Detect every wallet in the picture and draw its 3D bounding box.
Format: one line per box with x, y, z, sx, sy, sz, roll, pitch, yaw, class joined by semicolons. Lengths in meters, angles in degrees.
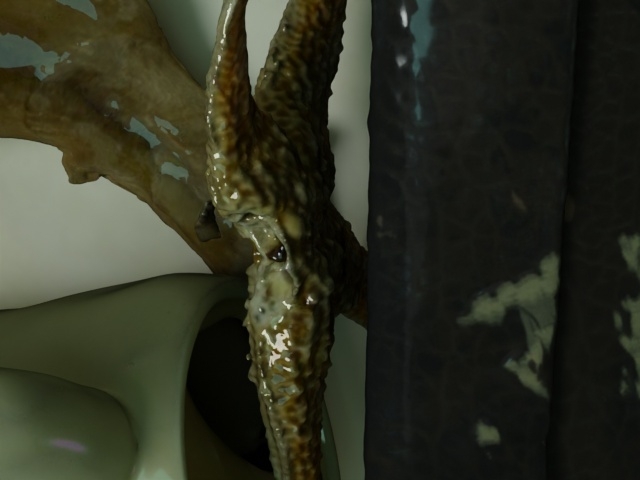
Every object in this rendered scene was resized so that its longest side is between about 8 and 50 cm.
0.099;-0.032;0.577;0.170;0.044;0.321;-7;110;-18;wallet

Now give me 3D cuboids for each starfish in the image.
-0.001;-0.001;0.620;0.050;0.138;0.247;4;114;25;starfish

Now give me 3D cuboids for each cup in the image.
-0.124;0.114;0.604;0.202;0.255;0.173;-11;94;18;cup

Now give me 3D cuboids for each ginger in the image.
-0.128;-0.084;0.653;0.333;0.081;0.148;37;87;-4;ginger
